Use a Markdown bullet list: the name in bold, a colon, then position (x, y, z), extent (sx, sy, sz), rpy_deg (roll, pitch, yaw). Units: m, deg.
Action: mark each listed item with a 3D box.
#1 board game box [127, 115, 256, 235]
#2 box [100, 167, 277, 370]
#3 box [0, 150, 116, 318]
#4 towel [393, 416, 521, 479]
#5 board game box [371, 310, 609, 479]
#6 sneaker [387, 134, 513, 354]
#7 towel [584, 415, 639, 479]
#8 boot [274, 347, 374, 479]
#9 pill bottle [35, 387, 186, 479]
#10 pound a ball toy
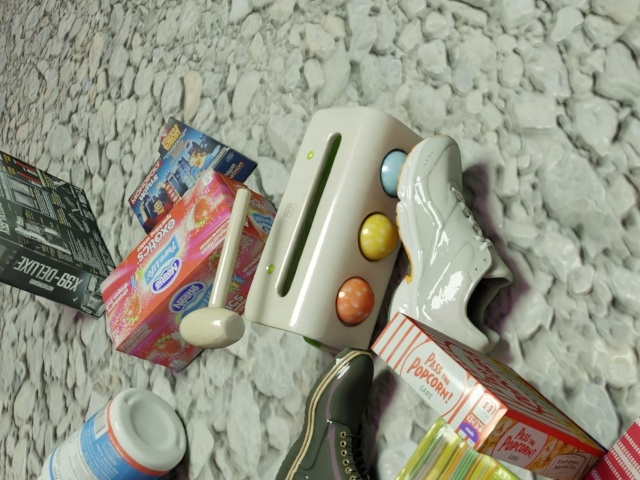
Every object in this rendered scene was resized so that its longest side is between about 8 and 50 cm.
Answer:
- **board game box**: position (-0.214, -0.103, 1.348), extent (0.194, 0.060, 0.194), rpy_deg (-51, 42, 12)
- **box**: position (-0.173, 0.044, 1.182), extent (0.257, 0.123, 0.128), rpy_deg (-43, 46, 19)
- **box**: position (-0.482, -0.026, 1.433), extent (0.076, 0.242, 0.307), rpy_deg (-49, 44, 13)
- **towel**: position (0.164, 0.270, 0.812), extent (0.237, 0.021, 0.102), rpy_deg (34, 95, 47)
- **board game box**: position (0.154, 0.145, 0.760), extent (0.045, 0.194, 0.147), rpy_deg (-56, 43, 7)
- **sneaker**: position (0.151, 0.008, 0.923), extent (0.121, 0.099, 0.262), rpy_deg (-6, 73, 34)
- **towel**: position (0.293, 0.161, 0.650), extent (0.274, 0.031, 0.199), rpy_deg (-52, 2, 7)
- **boot**: position (0.040, 0.229, 0.920), extent (0.137, 0.077, 0.197), rpy_deg (32, 107, 48)
- **pill bottle**: position (-0.297, 0.308, 1.164), extent (0.221, 0.124, 0.124), rpy_deg (-41, 46, 22)
- **pound a ball toy**: position (0.000, 0.000, 0.976), extent (0.136, 0.208, 0.319), rpy_deg (7, 73, 46)
